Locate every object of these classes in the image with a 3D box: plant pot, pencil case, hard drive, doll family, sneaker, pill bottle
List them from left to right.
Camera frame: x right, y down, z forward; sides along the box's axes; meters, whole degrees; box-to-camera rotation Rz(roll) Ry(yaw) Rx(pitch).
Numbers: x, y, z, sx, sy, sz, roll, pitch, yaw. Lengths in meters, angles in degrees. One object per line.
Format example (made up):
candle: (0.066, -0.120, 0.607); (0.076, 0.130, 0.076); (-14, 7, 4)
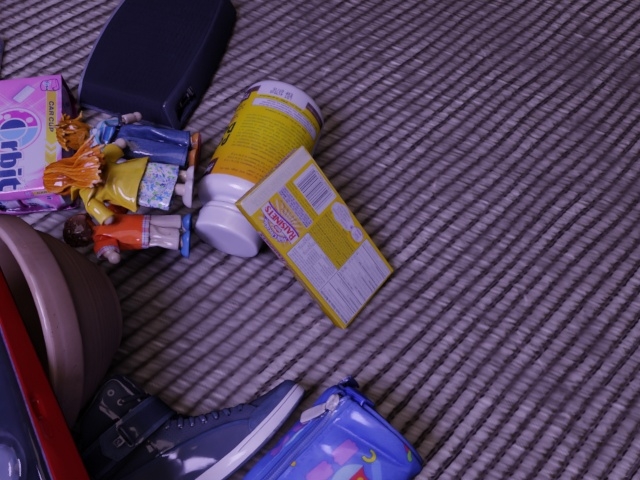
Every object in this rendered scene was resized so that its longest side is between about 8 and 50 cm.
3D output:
plant pot: (-0.290, 0.085, 0.523); (0.237, 0.237, 0.110); (53, 33, 16)
doll family: (-0.231, -0.097, 0.590); (0.163, 0.118, 0.263); (4, 44, -12)
hard drive: (-0.243, -0.293, 0.747); (0.172, 0.054, 0.254); (17, 66, 3)
sneaker: (-0.142, 0.185, 0.533); (0.226, 0.086, 0.163); (-36, 76, -18)
pill bottle: (-0.080, -0.091, 0.640); (0.117, 0.117, 0.214); (19, 66, 3)
pencil case: (-0.039, 0.271, 0.482); (0.306, 0.119, 0.133); (-39, 112, -19)

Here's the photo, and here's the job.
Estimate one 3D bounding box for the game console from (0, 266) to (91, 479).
game console: (-0.369, 0.223, 0.421); (0.387, 0.060, 0.342); (-38, 74, 12)

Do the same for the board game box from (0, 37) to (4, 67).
board game box: (-0.521, -0.262, 0.729); (0.090, 0.020, 0.090); (-5, 67, -8)

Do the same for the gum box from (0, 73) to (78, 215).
gum box: (-0.387, -0.122, 0.657); (0.107, 0.062, 0.188); (-9, 68, -8)

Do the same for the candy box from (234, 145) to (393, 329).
candy box: (0.000, 0.000, 0.596); (0.105, 0.027, 0.206); (-45, 113, -18)
